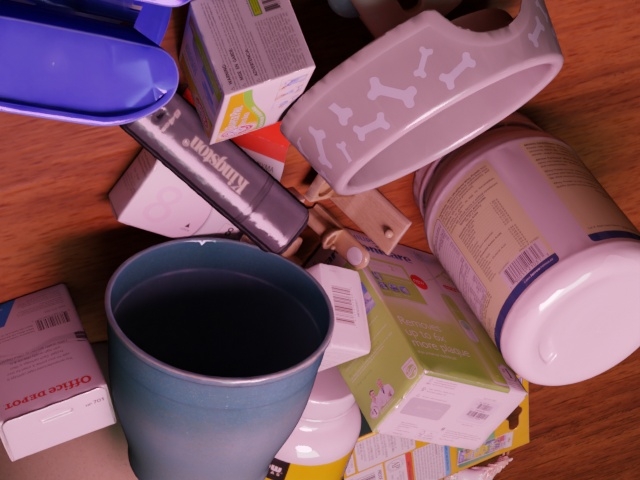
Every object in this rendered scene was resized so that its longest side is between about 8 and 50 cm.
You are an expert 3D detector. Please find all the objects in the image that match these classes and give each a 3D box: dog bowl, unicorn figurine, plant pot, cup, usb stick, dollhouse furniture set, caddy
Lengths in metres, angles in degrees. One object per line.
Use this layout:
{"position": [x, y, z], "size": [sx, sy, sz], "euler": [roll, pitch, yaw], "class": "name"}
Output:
{"position": [0.127, -0.170, 1.786], "size": [0.349, 0.102, 0.349], "euler": [-29, 171, -5], "class": "dog bowl"}
{"position": [0.254, 0.404, 2.601], "size": [0.162, 0.060, 0.111], "euler": [1, 131, -32], "class": "unicorn figurine"}
{"position": [-0.138, 0.177, 1.876], "size": [0.272, 0.271, 0.255], "euler": [-7, 129, -25], "class": "plant pot"}
{"position": [-0.289, 0.336, 2.076], "size": [0.331, 0.237, 0.331], "euler": [-16, 138, -15], "class": "cup"}
{"position": [-0.123, -0.085, 1.815], "size": [0.077, 0.045, 0.278], "euler": [-48, 118, 1], "class": "usb stick"}
{"position": [0.000, 0.000, 1.955], "size": [0.151, 0.123, 0.144], "euler": [-15, 145, -55], "class": "dollhouse furniture set"}
{"position": [-0.286, -0.247, 1.540], "size": [0.341, 0.179, 0.241], "euler": [7, 104, -35], "class": "caddy"}

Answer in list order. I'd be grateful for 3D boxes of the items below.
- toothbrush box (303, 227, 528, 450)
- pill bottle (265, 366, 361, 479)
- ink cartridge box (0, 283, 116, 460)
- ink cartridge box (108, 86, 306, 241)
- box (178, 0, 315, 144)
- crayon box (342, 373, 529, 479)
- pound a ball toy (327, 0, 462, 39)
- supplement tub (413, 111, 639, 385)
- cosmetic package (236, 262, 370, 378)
{"position": [0.117, 0.132, 2.074], "size": [0.206, 0.283, 0.122], "euler": [17, 120, -40], "class": "toothbrush box"}
{"position": [-0.050, 0.297, 2.214], "size": [0.188, 0.188, 0.334], "euler": [-5, 133, -27], "class": "pill bottle"}
{"position": [-0.349, 0.159, 1.895], "size": [0.140, 0.190, 0.082], "euler": [-19, 138, -13], "class": "ink cartridge box"}
{"position": [-0.122, -0.098, 1.879], "size": [0.189, 0.066, 0.232], "euler": [19, 124, -41], "class": "ink cartridge box"}
{"position": [-0.085, -0.194, 1.688], "size": [0.103, 0.114, 0.203], "euler": [-19, 173, -12], "class": "box"}
{"position": [0.168, 0.296, 2.424], "size": [0.323, 0.083, 0.203], "euler": [-21, 138, -10], "class": "crayon box"}
{"position": [0.038, -0.326, 1.625], "size": [0.136, 0.208, 0.319], "euler": [-35, 140, 5], "class": "pound a ball toy"}
{"position": [0.279, 0.003, 2.008], "size": [0.235, 0.325, 0.235], "euler": [-16, 137, -16], "class": "supplement tub"}
{"position": [-0.052, 0.123, 2.024], "size": [0.231, 0.117, 0.085], "euler": [-23, 155, 37], "class": "cosmetic package"}
